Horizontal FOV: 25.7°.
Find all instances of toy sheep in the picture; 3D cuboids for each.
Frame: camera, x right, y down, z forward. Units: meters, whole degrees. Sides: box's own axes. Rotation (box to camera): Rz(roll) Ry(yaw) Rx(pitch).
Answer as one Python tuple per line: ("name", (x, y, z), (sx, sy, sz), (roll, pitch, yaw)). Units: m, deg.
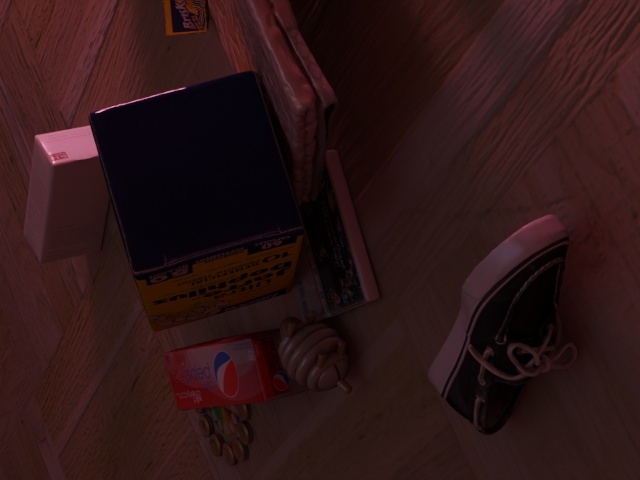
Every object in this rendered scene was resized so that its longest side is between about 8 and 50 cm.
("toy sheep", (-0.006, 0.145, 1.762), (0.132, 0.091, 0.091), (49, 140, 30))

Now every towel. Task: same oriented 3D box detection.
("towel", (-0.065, -0.226, 1.592), (0.332, 0.053, 0.317), (99, 148, -73))

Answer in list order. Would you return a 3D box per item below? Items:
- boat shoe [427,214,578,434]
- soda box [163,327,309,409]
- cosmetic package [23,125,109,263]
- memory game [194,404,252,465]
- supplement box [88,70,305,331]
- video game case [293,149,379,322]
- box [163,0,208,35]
("boat shoe", (0.191, 0.096, 1.388), (0.105, 0.113, 0.306), (53, 146, 24))
("soda box", (-0.117, 0.179, 1.948), (0.263, 0.083, 0.092), (-16, 88, 56))
("cosmetic package", (-0.418, -0.076, 2.331), (0.085, 0.117, 0.231), (52, 141, 34))
("memory game", (-0.153, 0.251, 2.118), (0.186, 0.012, 0.186), (28, 125, 52))
("supplement box", (-0.144, -0.034, 1.673), (0.356, 0.194, 0.195), (104, 149, -77))
("video game case", (0.000, 0.000, 1.756), (0.173, 0.022, 0.190), (-26, 78, 60))
("box", (-0.174, -0.304, 1.821), (0.169, 0.054, 0.059), (-103, 9, -75))
